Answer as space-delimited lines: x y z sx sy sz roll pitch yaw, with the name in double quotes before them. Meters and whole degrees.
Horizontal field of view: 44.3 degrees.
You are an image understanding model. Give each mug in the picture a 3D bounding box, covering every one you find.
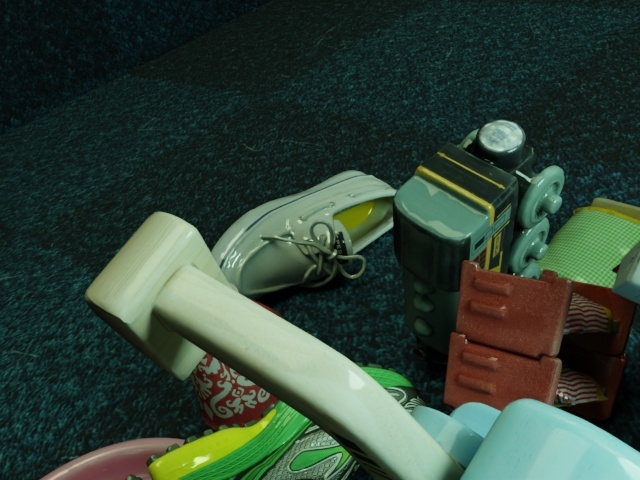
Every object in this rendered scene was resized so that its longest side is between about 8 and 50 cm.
"mug" -0.119 0.134 1.011 0.113 0.169 0.150 -3 34 21

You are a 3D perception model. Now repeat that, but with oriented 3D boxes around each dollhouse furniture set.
"dollhouse furniture set" 0.413 -0.007 1.007 0.198 0.151 0.301 -35 36 -28
"dollhouse furniture set" 0.331 0.128 0.746 0.374 0.152 0.201 11 3 38

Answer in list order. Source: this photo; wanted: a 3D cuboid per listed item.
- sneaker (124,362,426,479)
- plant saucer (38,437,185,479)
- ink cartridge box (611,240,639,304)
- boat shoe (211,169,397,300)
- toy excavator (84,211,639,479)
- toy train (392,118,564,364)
"sneaker" -0.015 0.235 0.756 0.344 0.134 0.146 -22 50 -37
"plant saucer" -0.210 0.350 0.795 0.332 0.084 0.332 -11 31 7
"ink cartridge box" 0.365 0.073 0.732 0.189 0.232 0.066 26 82 15
"boat shoe" 0.002 0.007 1.212 0.367 0.135 0.156 -28 35 -36
"toy excavator" 0.090 0.172 0.552 0.433 0.445 0.222 19 64 44
"toy train" 0.173 0.015 0.927 0.142 0.334 0.190 36 62 29
